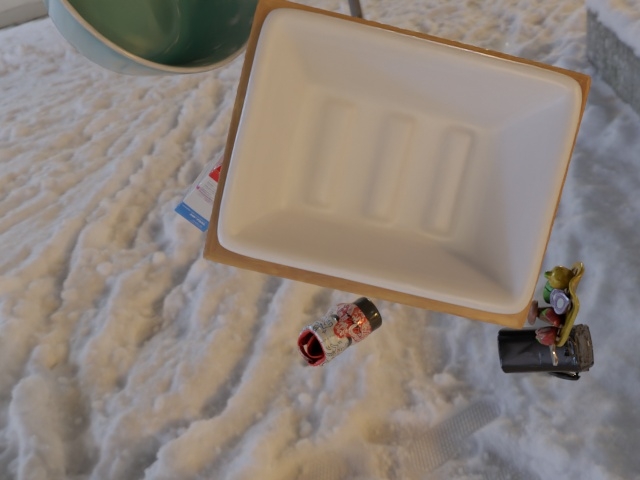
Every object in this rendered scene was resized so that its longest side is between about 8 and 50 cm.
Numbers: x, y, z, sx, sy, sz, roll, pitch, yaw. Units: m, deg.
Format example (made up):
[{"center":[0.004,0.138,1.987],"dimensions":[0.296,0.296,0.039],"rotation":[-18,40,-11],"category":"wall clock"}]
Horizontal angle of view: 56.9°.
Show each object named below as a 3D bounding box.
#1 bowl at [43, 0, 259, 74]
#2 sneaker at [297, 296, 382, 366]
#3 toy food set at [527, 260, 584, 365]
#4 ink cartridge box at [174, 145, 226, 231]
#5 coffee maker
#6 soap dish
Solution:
[{"center":[-0.249,-0.351,0.807],"dimensions":[0.163,0.311,0.311],"rotation":[-14,25,52],"category":"bowl"},{"center":[0.012,0.191,1.183],"dimensions":[0.145,0.090,0.270],"rotation":[-27,-7,-21],"category":"sneaker"},{"center":[0.448,0.134,1.155],"dimensions":[0.071,0.217,0.128],"rotation":[12,33,10],"category":"toy food set"},{"center":[-0.172,-0.123,1.120],"dimensions":[0.231,0.078,0.134],"rotation":[-31,26,48],"category":"ink cartridge box"},{"center":[0.487,0.234,1.305],"dimensions":[0.178,0.171,0.120],"rotation":[-12,57,38],"category":"coffee maker"},{"center":[0.064,-0.064,0.530],"dimensions":[0.291,0.228,0.118],"rotation":[13,4,-2],"category":"soap dish"}]
